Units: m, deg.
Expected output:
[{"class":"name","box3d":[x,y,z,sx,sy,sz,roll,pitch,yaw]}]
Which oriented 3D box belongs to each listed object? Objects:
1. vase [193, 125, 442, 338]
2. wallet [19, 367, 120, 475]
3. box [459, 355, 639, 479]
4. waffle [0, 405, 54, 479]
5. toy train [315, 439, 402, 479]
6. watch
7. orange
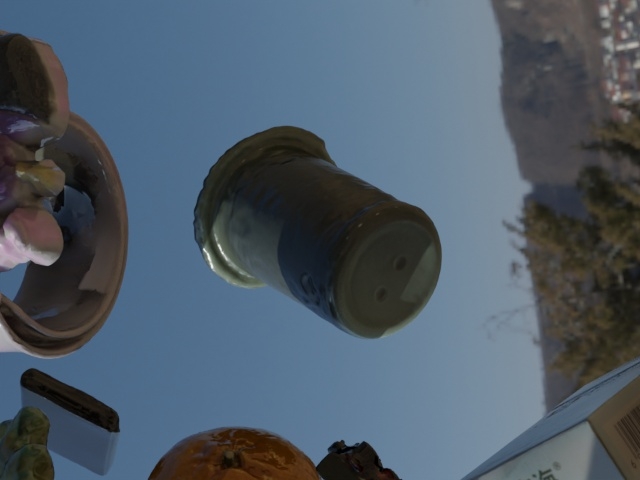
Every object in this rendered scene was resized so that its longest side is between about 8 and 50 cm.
[{"class":"vase","box3d":[0.000,0.000,1.414,0.291,0.245,0.245,32,147,52]},{"class":"wallet","box3d":[-0.345,0.255,1.479,0.044,0.149,0.250,-61,-3,-30]},{"class":"box","box3d":[0.224,0.150,0.837,0.243,0.155,0.067,-21,-103,-48]},{"class":"waffle","box3d":[-0.327,0.314,0.971,0.056,0.309,0.291,27,-138,-29]},{"class":"toy train","box3d":[0.086,0.258,0.840,0.249,0.053,0.085,47,165,25]},{"class":"watch","box3d":[-0.240,-0.029,0.865,0.231,0.196,0.244,19,-107,-64]},{"class":"orange","box3d":[-0.100,0.313,1.247,0.219,0.219,0.193,-52,-18,-68]}]
